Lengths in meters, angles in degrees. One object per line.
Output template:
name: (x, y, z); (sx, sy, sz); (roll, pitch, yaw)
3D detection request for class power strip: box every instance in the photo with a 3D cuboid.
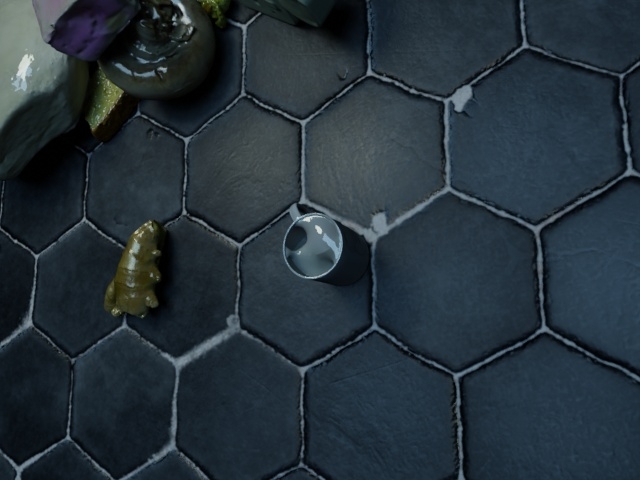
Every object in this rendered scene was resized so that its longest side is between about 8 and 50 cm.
power strip: (-0.075, -0.480, 0.983); (0.260, 0.229, 0.141); (31, 92, 26)

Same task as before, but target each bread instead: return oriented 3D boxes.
bread: (-0.434, -0.302, 1.204); (0.103, 0.065, 0.187); (44, 100, 18)

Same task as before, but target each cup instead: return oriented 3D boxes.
cup: (0.010, 0.000, 0.911); (0.099, 0.133, 0.136); (-11, 76, 22)

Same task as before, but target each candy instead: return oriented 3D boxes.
candy: (-0.652, -0.359, 1.218); (0.386, 0.186, 0.427); (-30, 58, 28)
candy: (-0.426, -0.462, 1.008); (0.155, 0.115, 0.265); (-34, 67, 24)

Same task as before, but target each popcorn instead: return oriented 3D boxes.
popcorn: (-0.205, -0.459, 1.132); (0.068, 0.059, 0.083); (-22, 81, 18)

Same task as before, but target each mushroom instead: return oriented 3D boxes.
mushroom: (-0.310, -0.375, 1.084); (0.226, 0.178, 0.227); (1, 87, -10)

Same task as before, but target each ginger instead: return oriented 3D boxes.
ginger: (-0.340, 0.065, 1.083); (0.206, 0.081, 0.115); (-63, 33, 11)
